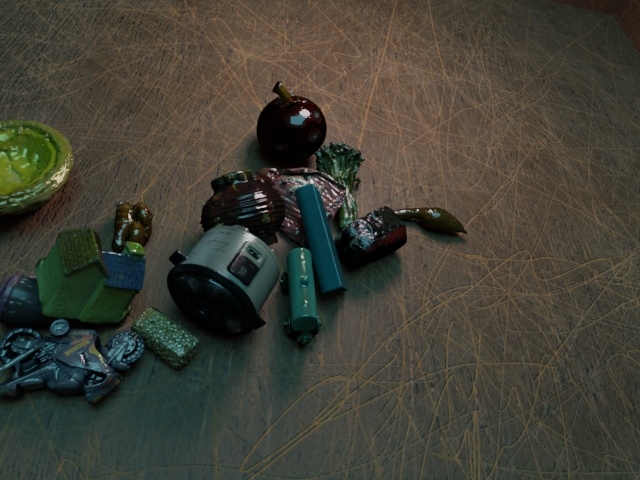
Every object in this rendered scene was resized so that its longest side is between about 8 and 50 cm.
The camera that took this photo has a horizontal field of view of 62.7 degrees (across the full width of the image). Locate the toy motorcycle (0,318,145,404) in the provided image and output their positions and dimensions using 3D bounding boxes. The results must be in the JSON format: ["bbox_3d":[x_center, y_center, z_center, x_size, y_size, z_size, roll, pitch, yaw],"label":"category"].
[{"bbox_3d":[-0.551,0.273,1.153,0.308,0.108,0.173,2,58,-12],"label":"toy motorcycle"}]

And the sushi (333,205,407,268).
[{"bbox_3d":[0.148,-0.012,1.554,0.225,0.136,0.126,-21,69,-34],"label":"sushi"}]

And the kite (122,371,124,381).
[{"bbox_3d":[-0.466,0.289,1.229,0.044,0.002,0.078,18,50,-2],"label":"kite"}]

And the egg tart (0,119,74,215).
[{"bbox_3d":[-0.836,-0.177,1.402,0.346,0.132,0.345,8,50,-10],"label":"egg tart"}]

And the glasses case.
[{"bbox_3d":[0.000,0.001,1.465,0.070,0.117,0.300,-18,76,7],"label":"glasses case"}]

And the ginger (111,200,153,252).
[{"bbox_3d":[-0.507,-0.034,1.428,0.103,0.073,0.162,-3,59,-1],"label":"ginger"}]

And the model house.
[{"bbox_3d":[-0.518,0.064,1.228,0.214,0.189,0.195,17,34,-42],"label":"model house"}]

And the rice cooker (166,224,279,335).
[{"bbox_3d":[-0.237,0.105,1.286,0.280,0.241,0.227,44,45,-15],"label":"rice cooker"}]

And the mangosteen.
[{"bbox_3d":[-0.098,-0.392,1.694,0.236,0.261,0.235,-5,46,5],"label":"mangosteen"}]

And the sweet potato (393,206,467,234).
[{"bbox_3d":[0.352,-0.076,1.702,0.270,0.074,0.074,12,51,-2],"label":"sweet potato"}]

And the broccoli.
[{"bbox_3d":[0.071,-0.167,1.668,0.165,0.145,0.303,-2,66,-12],"label":"broccoli"}]

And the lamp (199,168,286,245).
[{"bbox_3d":[-0.214,-0.077,1.440,0.247,0.247,0.246,8,51,-10],"label":"lamp"}]

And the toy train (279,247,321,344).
[{"bbox_3d":[-0.049,0.139,1.367,0.101,0.159,0.248,0,55,-10],"label":"toy train"}]

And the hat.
[{"bbox_3d":[-0.086,-0.136,1.595,0.286,0.107,0.236,32,72,16],"label":"hat"}]

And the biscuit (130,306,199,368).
[{"bbox_3d":[-0.372,0.231,1.257,0.169,0.070,0.082,32,37,12],"label":"biscuit"}]

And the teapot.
[{"bbox_3d":[-0.668,0.149,1.231,0.146,0.148,0.116,21,86,-16],"label":"teapot"}]
